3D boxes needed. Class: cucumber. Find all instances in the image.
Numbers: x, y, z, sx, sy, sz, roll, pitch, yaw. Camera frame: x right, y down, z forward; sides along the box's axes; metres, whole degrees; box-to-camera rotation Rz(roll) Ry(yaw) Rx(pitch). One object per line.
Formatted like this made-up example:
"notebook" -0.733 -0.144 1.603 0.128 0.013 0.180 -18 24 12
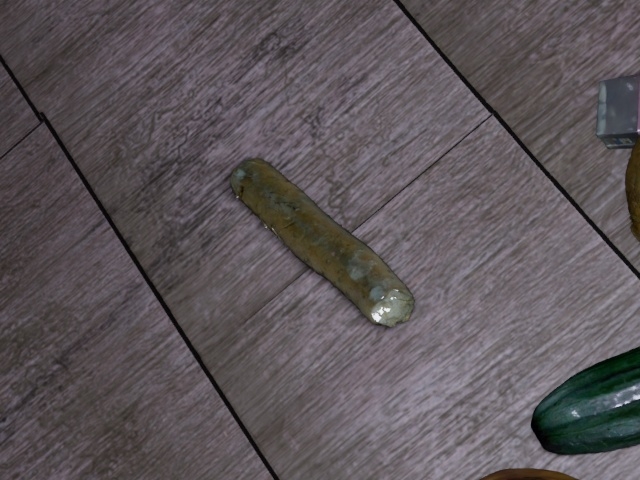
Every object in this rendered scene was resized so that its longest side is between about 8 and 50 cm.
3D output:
"cucumber" 0.351 0.177 1.873 0.244 0.063 0.115 -27 61 15

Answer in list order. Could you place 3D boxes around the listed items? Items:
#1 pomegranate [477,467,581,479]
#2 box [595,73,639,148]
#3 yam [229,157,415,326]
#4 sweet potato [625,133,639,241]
"pomegranate" 0.220 0.378 1.737 0.281 0.281 0.281 -9 67 21
"box" 0.372 -0.155 1.993 0.063 0.060 0.084 -4 69 31
"yam" 0.000 0.000 2.094 0.317 0.067 0.071 43 104 32
"sweet potato" 0.429 -0.119 1.880 0.112 0.085 0.286 28 117 0
